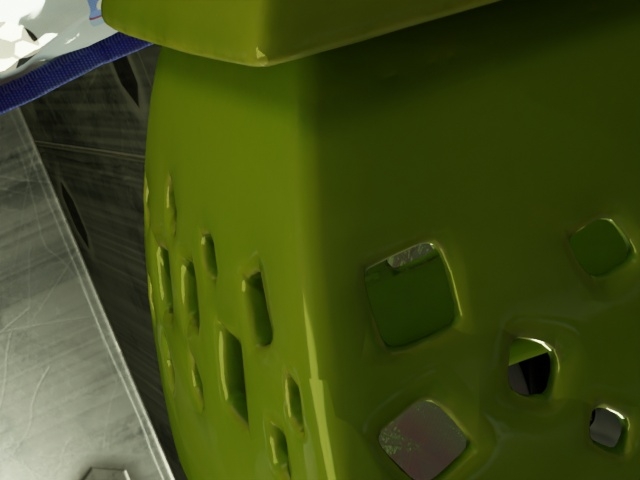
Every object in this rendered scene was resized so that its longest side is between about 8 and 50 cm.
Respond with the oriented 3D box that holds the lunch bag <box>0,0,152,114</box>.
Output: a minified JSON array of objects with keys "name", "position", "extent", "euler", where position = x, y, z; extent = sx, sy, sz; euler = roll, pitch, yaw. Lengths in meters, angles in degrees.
[{"name":"lunch bag","position":[-0.206,-0.323,1.081],"extent":[0.328,0.239,0.385],"euler":[59,172,36]}]

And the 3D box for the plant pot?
[{"name":"plant pot","position":[0.058,-0.025,0.597],"extent":[0.228,0.227,0.207],"euler":[-150,44,-69]}]

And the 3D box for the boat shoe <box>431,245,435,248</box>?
[{"name":"boat shoe","position":[0.067,-0.032,0.841],"extent":[0.075,0.083,0.226],"euler":[30,-160,-26]}]

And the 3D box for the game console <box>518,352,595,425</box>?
[{"name":"game console","position":[0.077,0.068,1.044],"extent":[0.213,0.044,0.361],"euler":[52,162,40]}]

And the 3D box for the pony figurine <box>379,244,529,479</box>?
[{"name":"pony figurine","position":[0.070,0.208,0.839],"extent":[0.363,0.303,0.351],"euler":[30,170,45]}]
